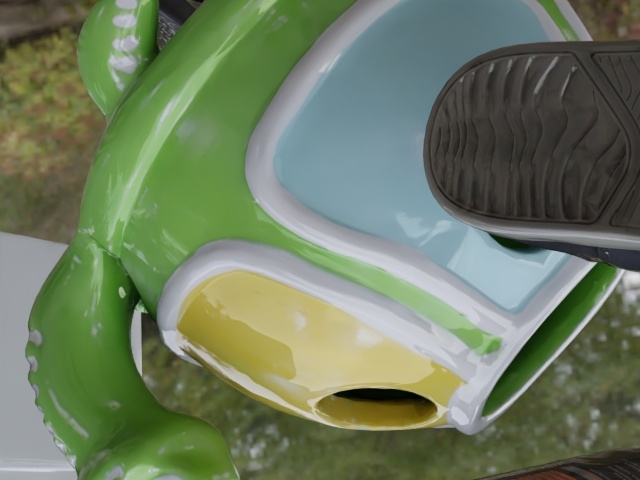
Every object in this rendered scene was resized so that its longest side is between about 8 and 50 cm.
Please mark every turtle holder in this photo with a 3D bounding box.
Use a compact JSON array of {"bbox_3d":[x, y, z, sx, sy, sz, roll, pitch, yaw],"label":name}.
[{"bbox_3d":[0.009,-0.015,0.596,0.320,0.227,0.243,-34,156,-41],"label":"turtle holder"}]

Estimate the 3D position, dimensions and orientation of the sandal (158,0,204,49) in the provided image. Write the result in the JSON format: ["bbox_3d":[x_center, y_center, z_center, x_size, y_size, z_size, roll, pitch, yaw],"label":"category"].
[{"bbox_3d":[-0.152,-0.270,1.231,0.107,0.446,0.167,-46,-163,-6],"label":"sandal"}]

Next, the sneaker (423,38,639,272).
[{"bbox_3d":[0.154,-0.018,0.395,0.222,0.083,0.118,15,-178,39],"label":"sneaker"}]

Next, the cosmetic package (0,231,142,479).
[{"bbox_3d":[-0.234,0.091,0.859,0.184,0.151,0.151,-17,159,41],"label":"cosmetic package"}]

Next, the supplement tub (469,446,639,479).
[{"bbox_3d":[0.172,0.285,1.002,0.338,0.207,0.207,-2,179,-40],"label":"supplement tub"}]
